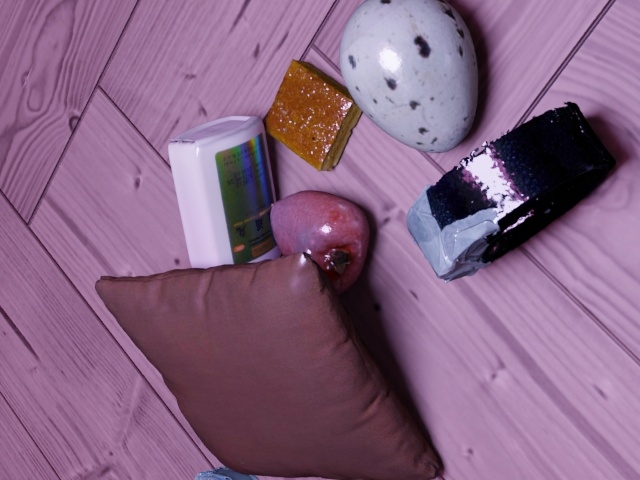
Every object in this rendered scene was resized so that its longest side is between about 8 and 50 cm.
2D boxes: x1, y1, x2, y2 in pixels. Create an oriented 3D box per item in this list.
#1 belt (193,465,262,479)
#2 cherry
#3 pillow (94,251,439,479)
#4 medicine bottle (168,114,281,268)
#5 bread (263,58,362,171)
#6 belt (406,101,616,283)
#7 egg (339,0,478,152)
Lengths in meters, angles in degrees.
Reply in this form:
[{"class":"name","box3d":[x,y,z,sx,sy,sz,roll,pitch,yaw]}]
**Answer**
[{"class":"belt","box3d":[-0.105,0.335,1.227,0.140,0.058,0.105,50,118,22]},{"class":"cherry","box3d":[0.005,-0.004,1.085,0.106,0.086,0.126,-54,46,36]},{"class":"pillow","box3d":[-0.060,0.140,1.089,0.307,0.108,0.305,-7,125,38]},{"class":"medicine bottle","box3d":[-0.098,-0.022,1.134,0.078,0.115,0.219,6,115,35]},{"class":"bread","box3d":[-0.009,-0.135,1.110,0.094,0.035,0.090,39,117,26]},{"class":"belt","box3d":[0.164,-0.036,0.919,0.198,0.151,0.078,-42,72,35]},{"class":"egg","box3d":[0.089,-0.162,0.984,0.131,0.131,0.164,-15,110,37]}]
